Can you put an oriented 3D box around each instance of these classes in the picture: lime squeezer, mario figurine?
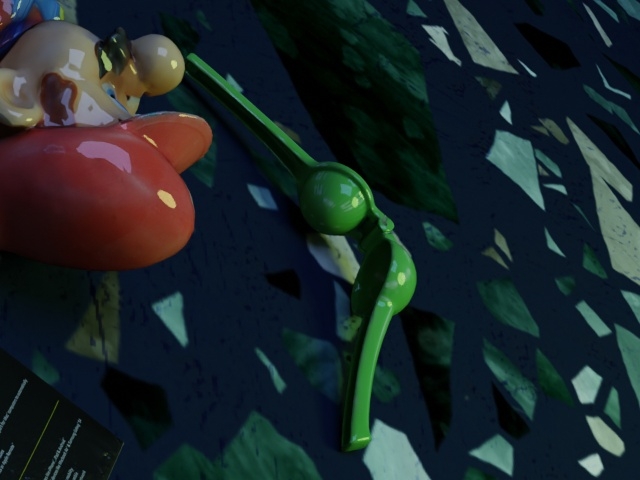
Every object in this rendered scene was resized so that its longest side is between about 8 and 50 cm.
[{"bbox_3d":[0.000,0.000,1.001,0.110,0.059,0.310,-12,63,-24],"label":"lime squeezer"},{"bbox_3d":[-0.156,-0.128,0.808,0.320,0.170,0.198,55,28,14],"label":"mario figurine"}]

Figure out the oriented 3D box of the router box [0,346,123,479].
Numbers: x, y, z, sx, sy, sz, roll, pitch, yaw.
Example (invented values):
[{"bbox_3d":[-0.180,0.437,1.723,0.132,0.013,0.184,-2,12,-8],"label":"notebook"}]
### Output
[{"bbox_3d":[-0.169,0.113,0.627,0.133,0.046,0.179,41,31,-14],"label":"router box"}]
